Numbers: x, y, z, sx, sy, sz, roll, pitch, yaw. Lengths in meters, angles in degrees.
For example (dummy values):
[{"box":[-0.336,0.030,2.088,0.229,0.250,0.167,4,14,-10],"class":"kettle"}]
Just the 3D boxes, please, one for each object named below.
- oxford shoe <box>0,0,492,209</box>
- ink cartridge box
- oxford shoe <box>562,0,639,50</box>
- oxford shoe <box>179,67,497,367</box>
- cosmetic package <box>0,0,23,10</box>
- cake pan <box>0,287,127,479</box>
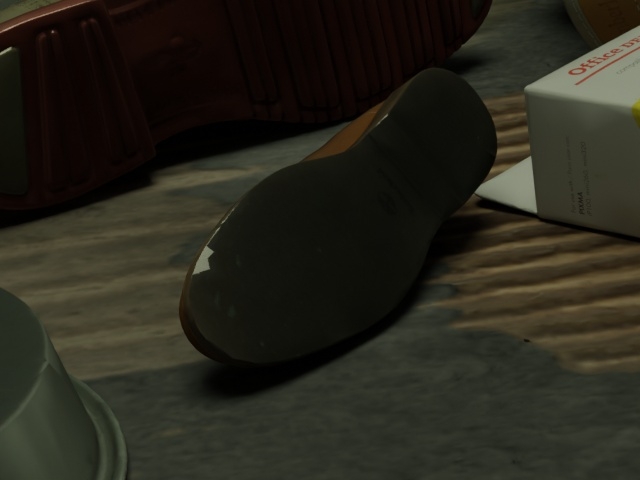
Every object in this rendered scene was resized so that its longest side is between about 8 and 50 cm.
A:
[{"box":[-0.067,-0.119,1.063,0.348,0.123,0.130,-18,19,-25],"class":"oxford shoe"},{"box":[0.173,-0.050,0.876,0.198,0.067,0.115,13,30,42],"class":"ink cartridge box"},{"box":[0.187,-0.221,1.192,0.130,0.169,0.449,-24,20,13],"class":"oxford shoe"},{"box":[0.000,0.000,0.840,0.076,0.076,0.212,-29,7,42],"class":"oxford shoe"},{"box":[-0.167,-0.296,1.252,0.394,0.327,0.329,-23,26,-35],"class":"cosmetic package"},{"box":[-0.219,0.082,0.706,0.293,0.054,0.293,-6,22,3],"class":"cake pan"}]
